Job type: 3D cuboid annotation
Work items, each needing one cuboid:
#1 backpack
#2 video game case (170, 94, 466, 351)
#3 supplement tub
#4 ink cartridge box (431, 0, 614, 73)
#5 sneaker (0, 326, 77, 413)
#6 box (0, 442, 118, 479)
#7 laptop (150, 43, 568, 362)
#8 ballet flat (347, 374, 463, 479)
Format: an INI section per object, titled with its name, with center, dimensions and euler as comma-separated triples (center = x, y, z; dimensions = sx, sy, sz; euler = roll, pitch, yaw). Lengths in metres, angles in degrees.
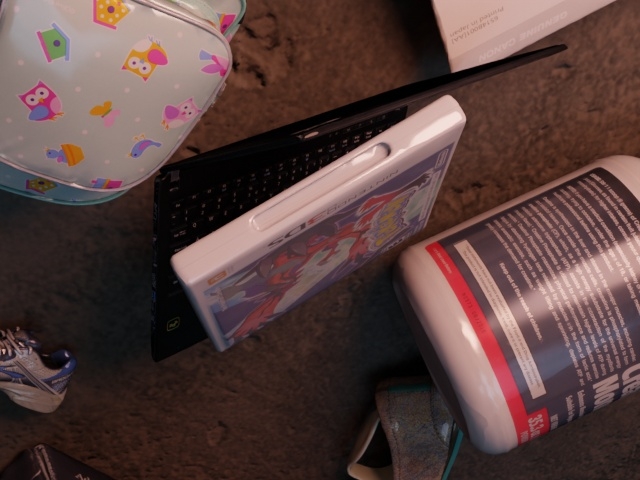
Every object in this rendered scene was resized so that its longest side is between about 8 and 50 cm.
[backpack]
center = -0.150, -0.108, 0.566
dimensions = 0.166, 0.144, 0.188
euler = 16, 129, -34
[video game case]
center = 0.000, 0.000, 0.605
dimensions = 0.183, 0.023, 0.201
euler = -31, 166, -9
[supplement tub]
center = 0.216, 0.044, 0.801
dimensions = 0.272, 0.191, 0.191
euler = -25, 132, -1
[ink cartridge box]
center = 0.179, -0.270, 0.614
dimensions = 0.296, 0.066, 0.261
euler = -27, 144, 2
[sneaker]
center = -0.255, 0.091, 0.752
dimensions = 0.135, 0.052, 0.058
euler = 27, 104, -44
[box]
center = -0.093, 0.486, 0.788
dimensions = 0.297, 0.472, 0.480
euler = -50, 124, 0
[laptop]
center = 0.017, -0.020, 0.652
dimensions = 0.234, 0.136, 0.264
euler = -23, 137, -35
[ballet flat]
center = 0.078, 0.259, 0.997
dimensions = 0.106, 0.107, 0.315
euler = 5, 122, 0
